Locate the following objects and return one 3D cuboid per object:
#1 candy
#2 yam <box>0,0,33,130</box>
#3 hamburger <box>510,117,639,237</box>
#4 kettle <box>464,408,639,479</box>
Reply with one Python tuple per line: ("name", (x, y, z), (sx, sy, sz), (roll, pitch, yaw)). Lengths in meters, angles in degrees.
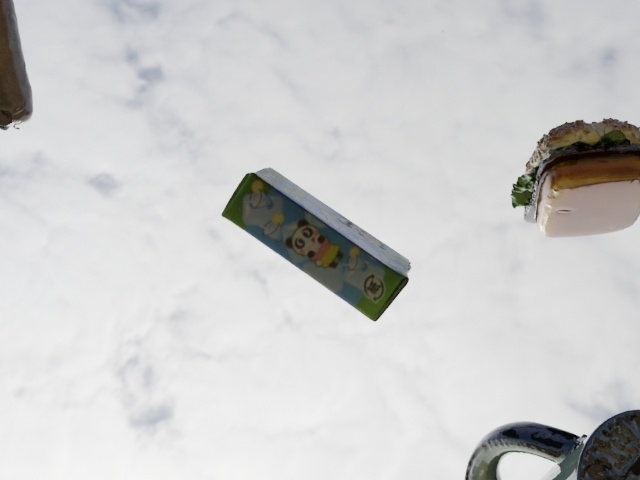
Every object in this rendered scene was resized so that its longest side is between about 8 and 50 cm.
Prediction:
("candy", (0.000, 0.000, 0.891), (0.194, 0.097, 0.062), (35, -78, 2))
("yam", (-0.309, -0.233, 0.785), (0.046, 0.046, 0.264), (-10, -82, 10))
("hamburger", (0.264, -0.067, 0.866), (0.137, 0.166, 0.087), (-4, -113, 3))
("kettle", (0.222, 0.246, 0.727), (0.221, 0.161, 0.236), (46, -33, 20))
